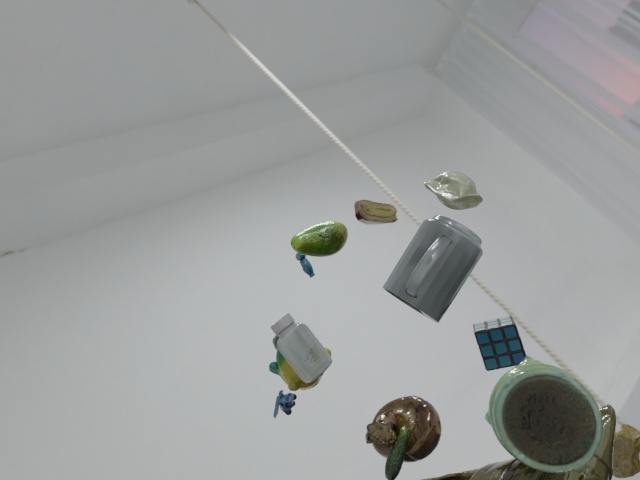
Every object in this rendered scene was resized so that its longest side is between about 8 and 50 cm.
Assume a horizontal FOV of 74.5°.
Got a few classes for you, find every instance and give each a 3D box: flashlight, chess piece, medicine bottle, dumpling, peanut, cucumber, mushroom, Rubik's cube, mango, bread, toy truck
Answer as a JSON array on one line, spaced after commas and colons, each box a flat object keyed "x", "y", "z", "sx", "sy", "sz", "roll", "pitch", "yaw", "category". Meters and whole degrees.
[{"x": -0.064, "y": 0.103, "z": 1.858, "sx": 0.051, "sy": 0.129, "sz": 0.051, "roll": -32, "pitch": -3, "yaw": -2, "category": "flashlight"}, {"x": 0.400, "y": 0.314, "z": 0.817, "sx": 0.176, "sy": 0.176, "sz": 0.298, "roll": -42, "pitch": -16, "yaw": 5, "category": "chess piece"}, {"x": -0.092, "y": 0.467, "z": 1.854, "sx": 0.161, "sy": 0.296, "sz": 0.111, "roll": -37, "pitch": -3, "yaw": -36, "category": "medicine bottle"}, {"x": 0.341, "y": -0.137, "z": 1.134, "sx": 0.134, "sy": 0.169, "sz": 0.100, "roll": 2, "pitch": -45, "yaw": -13, "category": "dumpling"}, {"x": 0.919, "y": 0.641, "z": 1.271, "sx": 0.093, "sy": 0.083, "sz": 0.194, "roll": -85, "pitch": -5, "yaw": -64, "category": "peanut"}, {"x": 0.323, "y": 0.887, "z": 1.766, "sx": 0.069, "sy": 0.069, "sz": 0.227, "roll": 74, "pitch": -143, "yaw": -69, "category": "cucumber"}, {"x": 0.354, "y": 0.852, "z": 1.947, "sx": 0.331, "sy": 0.356, "sz": 0.334, "roll": -44, "pitch": 14, "yaw": 45, "category": "mushroom"}, {"x": 0.714, "y": 0.408, "z": 1.682, "sx": 0.162, "sy": 0.160, "sz": 0.163, "roll": -18, "pitch": -4, "yaw": 17, "category": "Rubik's cube"}, {"x": 0.000, "y": 0.000, "z": 1.467, "sx": 0.233, "sy": 0.125, "sz": 0.111, "roll": -18, "pitch": -60, "yaw": -36, "category": "mango"}, {"x": 0.165, "y": -0.088, "z": 1.367, "sx": 0.192, "sy": 0.119, "sz": 0.067, "roll": 179, "pitch": 107, "yaw": -80, "category": "bread"}, {"x": -0.141, "y": 0.655, "z": 1.657, "sx": 0.063, "sy": 0.074, "sz": 0.136, "roll": -55, "pitch": -21, "yaw": -61, "category": "toy truck"}]

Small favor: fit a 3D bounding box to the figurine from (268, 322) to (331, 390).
[{"x": -0.112, "y": 0.596, "z": 2.130, "sx": 0.324, "sy": 0.340, "sz": 0.231, "roll": -32, "pitch": -56, "yaw": -4, "category": "figurine"}]

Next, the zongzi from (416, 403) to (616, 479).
[{"x": 0.370, "y": 0.549, "z": 0.963, "sx": 0.500, "sy": 0.218, "sz": 0.467, "roll": -7, "pitch": 44, "yaw": 55, "category": "zongzi"}]

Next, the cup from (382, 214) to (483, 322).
[{"x": 0.391, "y": 0.085, "z": 1.467, "sx": 0.327, "sy": 0.237, "sz": 0.323, "roll": -56, "pitch": -22, "yaw": -2, "category": "cup"}]
